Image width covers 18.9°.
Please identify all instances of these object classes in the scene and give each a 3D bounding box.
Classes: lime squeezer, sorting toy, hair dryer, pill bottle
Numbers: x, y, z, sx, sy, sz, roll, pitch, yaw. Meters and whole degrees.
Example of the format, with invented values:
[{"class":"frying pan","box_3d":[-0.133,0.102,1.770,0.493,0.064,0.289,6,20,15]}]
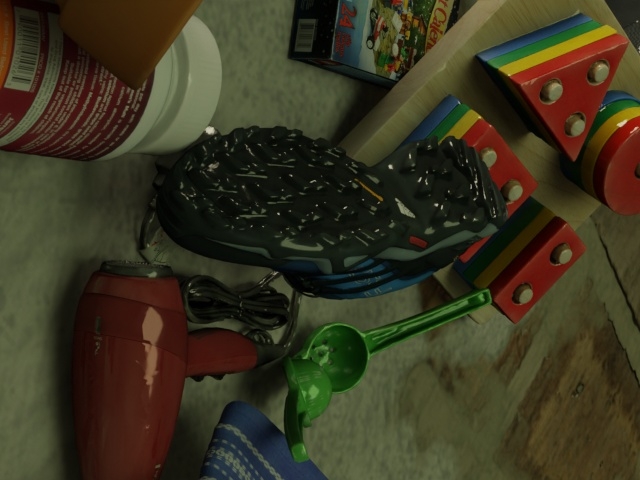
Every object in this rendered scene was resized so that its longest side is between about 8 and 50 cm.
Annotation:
[{"class":"lime squeezer","box_3d":[0.018,0.107,1.467,0.310,0.110,0.059,-33,127,-55]},{"class":"sorting toy","box_3d":[0.178,-0.071,1.581,0.255,0.089,0.257,-46,134,-2]},{"class":"hair dryer","box_3d":[-0.089,0.082,1.367,0.293,0.080,0.223,-60,136,-27]},{"class":"pill bottle","box_3d":[-0.172,-0.113,1.210,0.221,0.121,0.121,7,89,-51]}]

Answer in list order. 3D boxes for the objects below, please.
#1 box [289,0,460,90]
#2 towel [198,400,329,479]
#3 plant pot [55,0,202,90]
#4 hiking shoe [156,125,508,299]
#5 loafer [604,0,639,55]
[{"class":"box","box_3d":[0.056,-0.243,1.535,0.159,0.044,0.233,11,86,-51]},{"class":"towel","box_3d":[0.002,0.258,1.266,0.243,0.040,0.336,46,19,-14]},{"class":"plant pot","box_3d":[-0.102,-0.258,1.080,0.203,0.291,0.291,34,62,-7]},{"class":"hiking shoe","box_3d":[0.000,0.000,1.362,0.304,0.132,0.113,1,52,-42]},{"class":"loafer","box_3d":[0.281,-0.183,1.776,0.095,0.109,0.303,49,55,-47]}]
